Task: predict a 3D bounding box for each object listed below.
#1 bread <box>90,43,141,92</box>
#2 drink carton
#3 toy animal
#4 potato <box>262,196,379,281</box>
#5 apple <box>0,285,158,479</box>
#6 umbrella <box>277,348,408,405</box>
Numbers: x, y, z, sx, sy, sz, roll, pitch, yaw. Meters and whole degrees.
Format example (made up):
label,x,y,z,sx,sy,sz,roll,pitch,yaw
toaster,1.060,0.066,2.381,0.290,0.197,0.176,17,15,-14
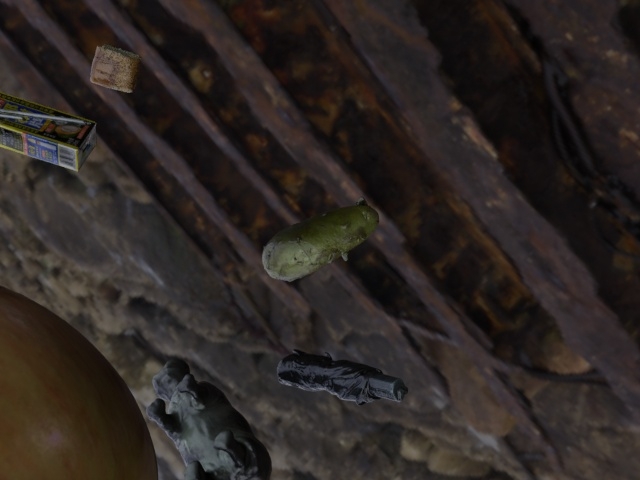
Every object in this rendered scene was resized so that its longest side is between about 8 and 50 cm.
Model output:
label,x,y,z,sx,sy,sz,roll,pitch,yaw
bread,-0.367,-0.309,1.684,0.083,0.070,0.077,15,-164,-7
drink carton,-0.430,-0.168,1.423,0.165,0.071,0.056,18,136,2
toy animal,-0.175,0.264,1.380,0.168,0.106,0.343,50,175,-27
potato,0.000,0.000,1.655,0.090,0.225,0.117,65,178,-29
apple,-0.326,0.210,0.733,0.346,0.391,0.391,24,157,13
umbrella,0.031,0.202,1.364,0.235,0.066,0.059,7,136,47
